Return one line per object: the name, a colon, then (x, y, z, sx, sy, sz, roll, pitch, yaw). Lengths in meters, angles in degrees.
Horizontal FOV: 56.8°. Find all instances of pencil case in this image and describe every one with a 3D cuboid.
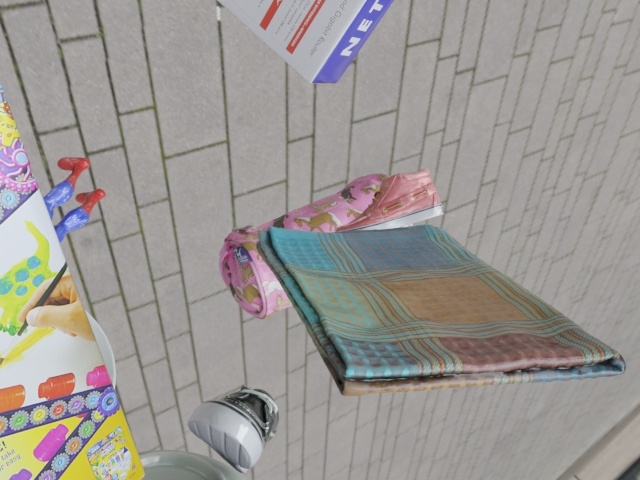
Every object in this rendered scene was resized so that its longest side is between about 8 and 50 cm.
pencil case: (0.000, 0.000, 1.147, 0.386, 0.160, 0.167, -25, 123, -27)

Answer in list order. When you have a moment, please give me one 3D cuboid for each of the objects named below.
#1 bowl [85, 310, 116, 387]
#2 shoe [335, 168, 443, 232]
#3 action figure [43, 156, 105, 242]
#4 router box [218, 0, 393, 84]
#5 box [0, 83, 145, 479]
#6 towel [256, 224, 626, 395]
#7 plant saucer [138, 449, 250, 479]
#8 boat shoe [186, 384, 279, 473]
bowl: (-0.422, 0.201, 0.745, 0.298, 0.297, 0.134, -8, 144, -36)
shoe: (0.098, -0.054, 0.931, 0.178, 0.081, 0.063, -17, 179, 2)
action figure: (-0.387, 0.005, 0.742, 0.139, 0.280, 0.091, -10, 126, 10)
router box: (-0.010, -0.424, 0.751, 0.335, 0.301, 0.082, -51, 168, 28)
box: (-0.300, 0.050, 0.374, 0.177, 0.290, 0.279, -34, 123, -43)
towel: (0.093, 0.050, 0.645, 0.272, 0.370, 0.040, -1, 107, -16)
plant saucer: (-0.260, 0.449, 0.968, 0.401, 0.401, 0.100, -4, 110, -39)
boat shoe: (-0.129, 0.287, 0.950, 0.119, 0.121, 0.335, -53, 172, -24)
